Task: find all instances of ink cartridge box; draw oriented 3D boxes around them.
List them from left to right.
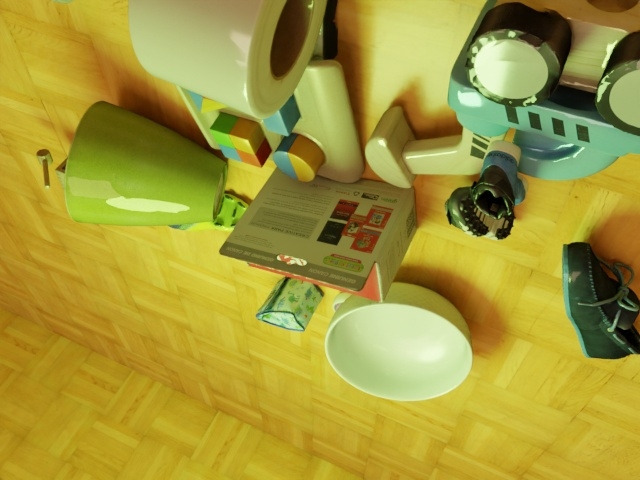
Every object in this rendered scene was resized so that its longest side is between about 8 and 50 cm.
[{"bbox_3d":[0.000,0.000,1.155,0.309,0.272,0.130,14,142,24],"label":"ink cartridge box"}]

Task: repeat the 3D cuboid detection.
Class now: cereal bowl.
[{"bbox_3d":[0.187,0.222,1.373,0.339,0.141,0.339,6,130,8],"label":"cereal bowl"}]

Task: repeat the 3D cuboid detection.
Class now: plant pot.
[{"bbox_3d":[-0.366,-0.143,1.296,0.293,0.275,0.275,12,145,-3],"label":"plant pot"}]

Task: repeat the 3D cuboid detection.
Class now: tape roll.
[{"bbox_3d":[-0.110,-0.305,0.769,0.169,0.246,0.246,23,145,10],"label":"tape roll"}]

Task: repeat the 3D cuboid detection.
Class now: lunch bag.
[{"bbox_3d":[-0.090,0.165,1.554,0.151,0.129,0.096,-1,133,40],"label":"lunch bag"}]

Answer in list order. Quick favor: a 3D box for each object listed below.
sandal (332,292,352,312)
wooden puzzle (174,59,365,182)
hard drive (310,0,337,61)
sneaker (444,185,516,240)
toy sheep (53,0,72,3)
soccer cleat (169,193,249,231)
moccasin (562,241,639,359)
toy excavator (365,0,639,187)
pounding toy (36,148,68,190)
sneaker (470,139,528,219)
[{"bbox_3d":[0.157,0.300,1.563,0.169,0.102,0.416,-15,126,46],"label":"sandal"},{"bbox_3d":[-0.109,-0.221,1.069,0.348,0.080,0.322,15,156,20],"label":"wooden puzzle"},{"bbox_3d":[-0.136,-0.417,0.918,0.339,0.064,0.237,20,144,16],"label":"hard drive"},{"bbox_3d":[0.253,-0.050,1.004,0.106,0.078,0.234,20,-175,34],"label":"sneaker"},{"bbox_3d":[-0.495,-0.491,1.076,0.132,0.091,0.091,35,148,19],"label":"toy sheep"},{"bbox_3d":[-0.277,-0.065,1.466,0.289,0.093,0.121,4,168,27],"label":"soccer cleat"},{"bbox_3d":[0.519,0.106,1.054,0.117,0.138,0.342,-4,147,34],"label":"moccasin"},{"bbox_3d":[0.264,-0.181,0.813,0.433,0.222,0.445,20,153,18],"label":"toy excavator"},{"bbox_3d":[-0.629,-0.166,1.493,0.206,0.181,0.094,23,145,11],"label":"pounding toy"},{"bbox_3d":[0.241,-0.062,0.782,0.058,0.084,0.152,19,166,25],"label":"sneaker"}]
